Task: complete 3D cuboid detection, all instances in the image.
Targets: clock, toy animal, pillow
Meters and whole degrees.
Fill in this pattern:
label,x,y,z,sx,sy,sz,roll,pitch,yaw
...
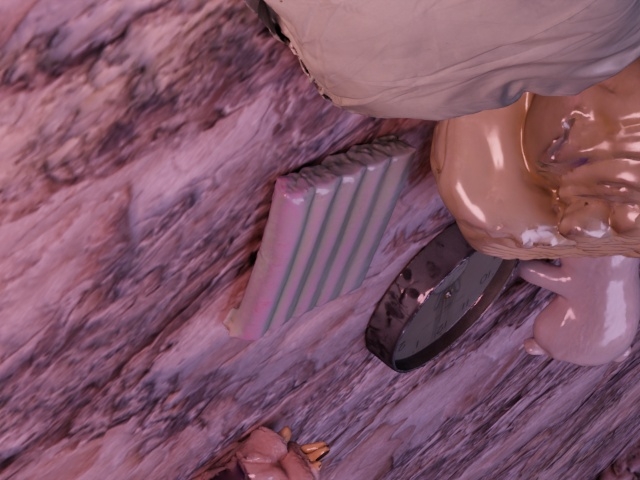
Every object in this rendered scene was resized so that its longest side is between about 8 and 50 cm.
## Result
label,x,y,z,sx,sy,sz,roll,pitch,yaw
clock,0.142,0.059,1.736,0.215,0.042,0.215,-38,157,-20
toy animal,0.331,0.018,1.914,0.140,0.138,0.282,-35,133,-45
pillow,0.085,-0.181,1.046,0.283,0.138,0.310,-14,157,11

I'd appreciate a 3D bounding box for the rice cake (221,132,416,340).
label,x,y,z,sx,sy,sz,roll,pitch,yaw
rice cake,0.000,0.000,1.394,0.189,0.037,0.198,-23,149,-45

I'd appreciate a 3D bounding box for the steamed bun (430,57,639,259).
label,x,y,z,sx,sy,sz,roll,pitch,yaw
steamed bun,0.271,-0.107,1.396,0.352,0.339,0.247,5,82,-67

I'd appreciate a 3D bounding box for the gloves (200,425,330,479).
label,x,y,z,sx,sy,sz,roll,pitch,yaw
gloves,-0.060,0.262,1.650,0.144,0.110,0.094,-2,147,-20
